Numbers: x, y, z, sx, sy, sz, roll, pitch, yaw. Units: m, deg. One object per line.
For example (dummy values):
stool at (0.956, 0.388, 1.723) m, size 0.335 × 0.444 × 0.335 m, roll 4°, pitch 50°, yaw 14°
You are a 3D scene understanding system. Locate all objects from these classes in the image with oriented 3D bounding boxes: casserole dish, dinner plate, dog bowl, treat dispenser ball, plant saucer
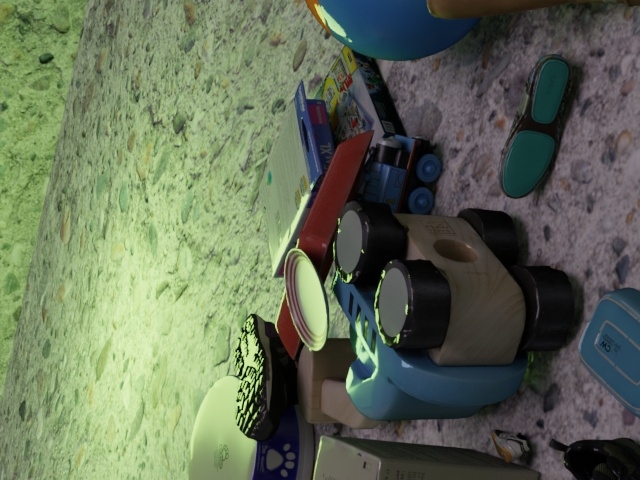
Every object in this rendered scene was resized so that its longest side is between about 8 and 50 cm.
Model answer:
casserole dish at (0.345, 0.125, 1.426) m, size 0.114 × 0.037 × 0.188 m, roll -68°, pitch 29°, yaw 19°
dinner plate at (-0.015, 0.078, 1.726) m, size 0.141 × 0.017 × 0.141 m, roll 45°, pitch 142°, yaw 52°
dog bowl at (-0.118, 0.356, 2.126) m, size 0.265 × 0.104 × 0.265 m, roll -29°, pitch 56°, yaw 55°
treat dispenser ball at (0.109, -0.392, 1.776) m, size 0.288 × 0.288 × 0.288 m, roll -30°, pitch 55°, yaw 55°
plant saucer at (0.000, 0.000, 1.874) m, size 0.259 × 0.047 × 0.258 m, roll 105°, pitch -175°, yaw -46°

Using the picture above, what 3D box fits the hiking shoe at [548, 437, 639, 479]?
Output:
hiking shoe at (0.323, 0.279, 1.328) m, size 0.227 × 0.114 × 0.086 m, roll 43°, pitch 119°, yaw 58°

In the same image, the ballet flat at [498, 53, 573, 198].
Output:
ballet flat at (0.273, -0.145, 1.641) m, size 0.070 × 0.070 × 0.188 m, roll 42°, pitch 115°, yaw 58°

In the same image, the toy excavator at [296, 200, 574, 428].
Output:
toy excavator at (0.095, 0.151, 1.726) m, size 0.433 × 0.222 × 0.445 m, roll -123°, pitch 42°, yaw -54°

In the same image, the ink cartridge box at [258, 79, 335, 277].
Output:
ink cartridge box at (-0.031, -0.094, 2.092) m, size 0.311 × 0.065 × 0.186 m, roll 113°, pitch 152°, yaw -55°

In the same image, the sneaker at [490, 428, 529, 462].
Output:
sneaker at (0.236, 0.251, 1.595) m, size 0.083 × 0.037 × 0.032 m, roll -129°, pitch 15°, yaw -78°

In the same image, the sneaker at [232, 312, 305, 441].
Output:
sneaker at (-0.059, 0.217, 2.013) m, size 0.107 × 0.124 × 0.283 m, roll -60°, pitch 17°, yaw 24°

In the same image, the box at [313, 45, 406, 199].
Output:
box at (0.053, -0.185, 2.061) m, size 0.159 × 0.044 × 0.233 m, roll -58°, pitch 35°, yaw 36°

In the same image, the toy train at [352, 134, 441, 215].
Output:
toy train at (0.104, -0.067, 1.862) m, size 0.080 × 0.105 × 0.184 m, roll 26°, pitch 103°, yaw 61°

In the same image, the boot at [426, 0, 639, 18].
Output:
boot at (0.266, -0.387, 1.553) m, size 0.269 × 0.089 × 0.236 m, roll 5°, pitch 84°, yaw 28°

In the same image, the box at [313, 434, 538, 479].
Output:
box at (0.121, 0.318, 1.561) m, size 0.148 × 0.232 × 0.127 m, roll 7°, pitch 87°, yaw 62°
